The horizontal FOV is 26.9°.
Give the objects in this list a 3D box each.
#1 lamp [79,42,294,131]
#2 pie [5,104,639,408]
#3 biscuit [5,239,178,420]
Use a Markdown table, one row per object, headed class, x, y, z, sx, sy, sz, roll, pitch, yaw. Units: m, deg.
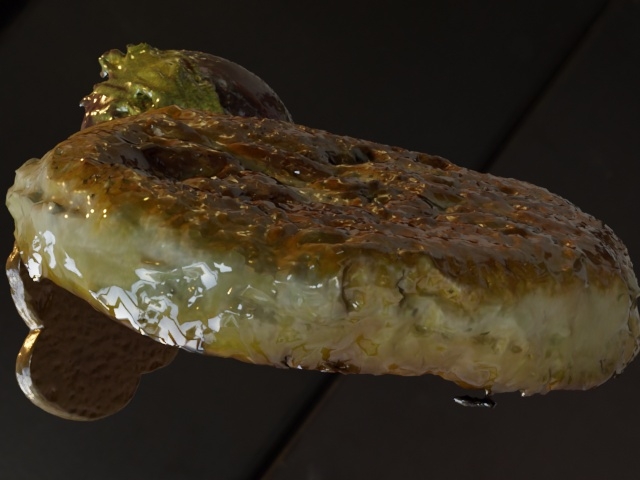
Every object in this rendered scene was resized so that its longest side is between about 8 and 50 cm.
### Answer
| class | x | y | z | sx | sy | sz | roll | pitch | yaw |
| --- | --- | --- | --- | --- | --- | --- | --- | --- | --- |
| lamp | -0.086 | -0.055 | 0.909 | 0.135 | 0.157 | 0.156 | 154 | 124 | -68 |
| pie | 0.000 | 0.000 | 0.643 | 0.315 | 0.315 | 0.092 | -35 | -43 | -76 |
| biscuit | -0.205 | 0.030 | 1.282 | 0.041 | 0.208 | 0.290 | -1 | 62 | 46 |
